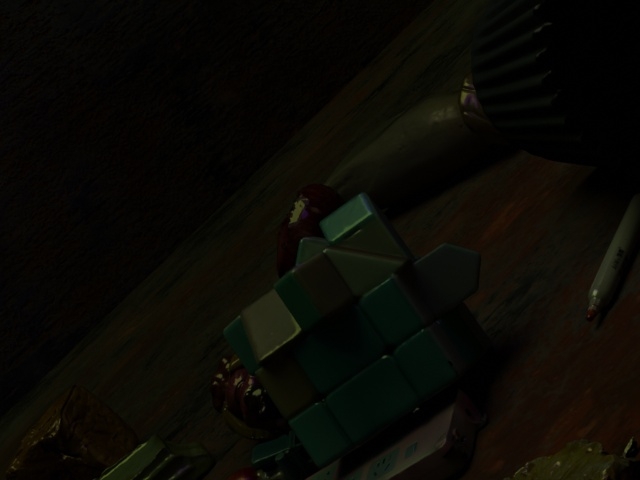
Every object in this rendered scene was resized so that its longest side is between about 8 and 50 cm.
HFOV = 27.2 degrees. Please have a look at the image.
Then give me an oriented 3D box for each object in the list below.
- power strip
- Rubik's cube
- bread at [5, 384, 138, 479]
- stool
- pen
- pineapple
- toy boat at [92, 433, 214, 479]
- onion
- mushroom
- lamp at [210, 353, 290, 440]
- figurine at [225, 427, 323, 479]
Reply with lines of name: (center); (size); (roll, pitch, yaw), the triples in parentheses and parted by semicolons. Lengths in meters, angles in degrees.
power strip: (0.041, 0.240, 1.292); (0.279, 0.037, 0.109); (-36, 12, 26)
Rubik's cube: (0.041, 0.078, 1.343); (0.265, 0.213, 0.224); (-35, -6, 16)
bread: (-0.388, 0.333, 2.089); (0.149, 0.143, 0.158); (-43, 10, 26)
stool: (0.327, -0.217, 1.465); (0.297, 0.297, 0.330); (-42, 7, -5)
pen: (0.299, 0.012, 1.324); (0.026, 0.026, 0.218); (-30, 16, 43)
pineapple: (0.160, 0.216, 0.975); (0.221, 0.047, 0.221); (-39, 10, 9)
toy boat: (-0.270, 0.355, 1.766); (0.276, 0.084, 0.111); (-42, 13, -9)
onion: (0.000, 0.000, 2.114); (0.184, 0.147, 0.184); (20, -90, -81)
mushroom: (0.164, -0.151, 2.104); (0.154, 0.137, 0.407); (-32, 5, -42)
lamp: (-0.061, 0.190, 1.637); (0.118, 0.118, 0.253); (-45, 11, -16)
figurine: (-0.059, 0.264, 1.437); (0.140, 0.075, 0.068); (-37, 13, 12)
